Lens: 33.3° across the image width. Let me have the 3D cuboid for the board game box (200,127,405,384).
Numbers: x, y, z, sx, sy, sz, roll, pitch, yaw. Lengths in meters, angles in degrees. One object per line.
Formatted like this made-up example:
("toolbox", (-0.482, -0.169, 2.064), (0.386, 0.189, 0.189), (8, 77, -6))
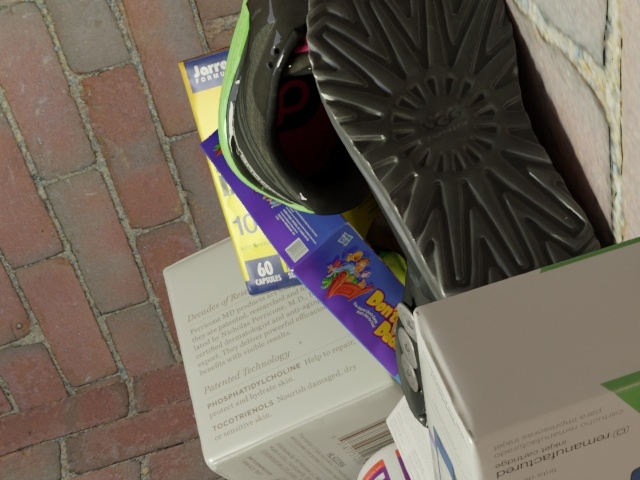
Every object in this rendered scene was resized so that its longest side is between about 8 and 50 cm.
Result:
("board game box", (0.000, 0.000, 1.277), (0.233, 0.078, 0.347), (48, -179, -35))

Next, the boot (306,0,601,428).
("boot", (0.109, 0.000, 0.933), (0.445, 0.146, 0.367), (70, -177, -67))

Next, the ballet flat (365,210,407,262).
("ballet flat", (0.111, -0.016, 1.298), (0.232, 0.080, 0.073), (-149, 50, -71))

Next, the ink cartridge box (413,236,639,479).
("ink cartridge box", (0.146, 0.112, 0.612), (0.212, 0.154, 0.093), (78, 172, -48))

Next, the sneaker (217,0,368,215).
("sneaker", (0.002, -0.238, 0.968), (0.202, 0.185, 0.482), (43, 145, 48))

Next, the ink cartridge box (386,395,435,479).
("ink cartridge box", (0.170, 0.212, 1.215), (0.224, 0.056, 0.181), (-59, 40, 36))

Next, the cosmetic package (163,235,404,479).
("cosmetic package", (-0.025, 0.207, 1.848), (0.329, 0.327, 0.393), (53, -166, -52))

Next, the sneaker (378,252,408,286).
("sneaker", (0.103, 0.085, 1.527), (0.295, 0.109, 0.123), (78, 170, -58))

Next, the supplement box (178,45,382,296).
("supplement box", (-0.039, -0.126, 1.581), (0.195, 0.194, 0.356), (-41, -64, -68))

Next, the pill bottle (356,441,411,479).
("pill bottle", (0.175, 0.468, 1.641), (0.323, 0.182, 0.181), (-111, 5, -54))
